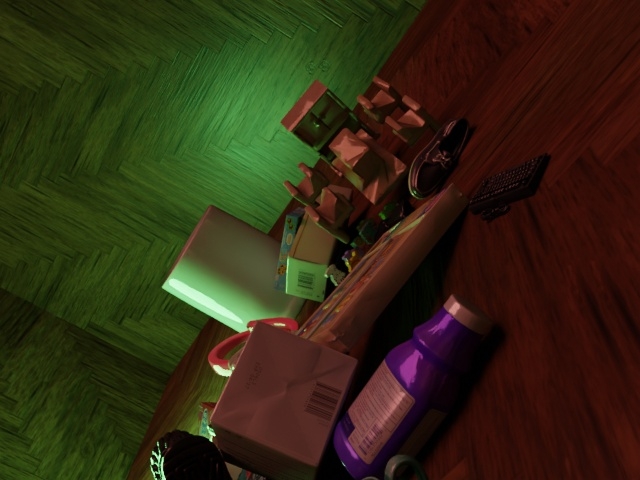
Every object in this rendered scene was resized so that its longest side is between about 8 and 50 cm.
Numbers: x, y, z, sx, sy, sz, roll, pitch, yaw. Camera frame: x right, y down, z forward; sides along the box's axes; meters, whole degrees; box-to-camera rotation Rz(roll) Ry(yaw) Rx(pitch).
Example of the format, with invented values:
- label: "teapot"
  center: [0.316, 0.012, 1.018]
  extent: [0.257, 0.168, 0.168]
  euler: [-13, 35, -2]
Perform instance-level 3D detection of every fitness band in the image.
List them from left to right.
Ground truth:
- label: "fitness band"
  center: [-0.179, 0.293, 1.853]
  extent: [0.291, 0.054, 0.209]
  euler: [-11, 23, 34]

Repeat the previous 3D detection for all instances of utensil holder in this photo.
- label: "utensil holder"
  center: [-0.255, 0.109, 2.111]
  extent: [0.327, 0.386, 0.327]
  euler: [-56, 11, 17]

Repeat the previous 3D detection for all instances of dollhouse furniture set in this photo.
- label: "dollhouse furniture set"
  center: [0.102, -0.219, 1.749]
  extent: [0.362, 0.256, 0.394]
  euler: [-49, 44, 8]

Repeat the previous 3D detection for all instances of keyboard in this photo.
- label: "keyboard"
  center: [0.304, -0.083, 1.118]
  extent: [0.108, 0.023, 0.180]
  euler: [-63, 11, -16]

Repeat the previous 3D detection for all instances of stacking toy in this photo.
- label: "stacking toy"
  center: [0.106, 0.010, 1.656]
  extent: [0.221, 0.052, 0.167]
  euler: [-55, 8, -23]

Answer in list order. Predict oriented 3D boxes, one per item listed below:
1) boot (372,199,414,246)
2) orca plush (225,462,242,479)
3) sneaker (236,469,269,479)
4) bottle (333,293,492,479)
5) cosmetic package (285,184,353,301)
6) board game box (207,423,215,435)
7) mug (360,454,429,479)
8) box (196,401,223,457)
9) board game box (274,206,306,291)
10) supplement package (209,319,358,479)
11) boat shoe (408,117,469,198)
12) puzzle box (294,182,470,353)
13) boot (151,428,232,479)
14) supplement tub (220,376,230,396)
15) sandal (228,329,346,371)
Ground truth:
- label: "boot"
  center: [0.168, -0.031, 1.523]
  extent: [0.099, 0.045, 0.121]
  euler: [-42, 21, 38]
- label: "orca plush"
  center: [-0.180, 0.496, 1.415]
  extent: [0.287, 0.151, 0.102]
  euler: [-47, -26, -32]
- label: "sneaker"
  center: [-0.067, 0.416, 1.322]
  extent: [0.125, 0.104, 0.261]
  euler: [-19, 41, 44]
- label: "bottle"
  center: [0.129, 0.205, 0.929]
  extent: [0.282, 0.092, 0.118]
  euler: [-57, 32, 12]
- label: "cosmetic package"
  center: [0.000, 0.000, 1.861]
  extent: [0.160, 0.113, 0.309]
  euler: [97, -171, -45]
- label: "board game box"
  center: [-0.139, 0.379, 1.472]
  extent: [0.126, 0.026, 0.186]
  euler: [-1, 19, 43]
- label: "mug"
  center: [0.083, 0.347, 0.776]
  extent: [0.157, 0.097, 0.129]
  euler: [-54, 12, 21]
- label: "box"
  center: [-0.221, 0.463, 1.630]
  extent: [0.257, 0.128, 0.122]
  euler: [152, 123, -70]
- label: "board game box"
  center: [-0.081, 0.021, 1.885]
  extent: [0.160, 0.039, 0.211]
  euler: [-49, -29, -75]
- label: "supplement package"
  center: [-0.058, 0.289, 1.113]
  extent: [0.293, 0.176, 0.177]
  euler: [96, -164, -61]
- label: "boat shoe"
  center: [0.257, -0.182, 1.441]
  extent: [0.206, 0.075, 0.065]
  euler: [-58, 7, -15]
- label: "puzzle box"
  center: [0.092, 0.077, 1.252]
  extent: [0.409, 0.052, 0.272]
  euler: [-46, 4, -33]
- label: "boot"
  center: [-0.202, 0.505, 1.199]
  extent: [0.260, 0.131, 0.347]
  euler: [137, 118, -65]
- label: "supplement tub"
  center: [-0.209, 0.404, 1.868]
  extent: [0.106, 0.106, 0.197]
  euler: [-47, 17, 48]
- label: "sandal"
  center: [-0.064, 0.286, 1.552]
  extent: [0.169, 0.102, 0.416]
  euler: [-40, 18, -30]
